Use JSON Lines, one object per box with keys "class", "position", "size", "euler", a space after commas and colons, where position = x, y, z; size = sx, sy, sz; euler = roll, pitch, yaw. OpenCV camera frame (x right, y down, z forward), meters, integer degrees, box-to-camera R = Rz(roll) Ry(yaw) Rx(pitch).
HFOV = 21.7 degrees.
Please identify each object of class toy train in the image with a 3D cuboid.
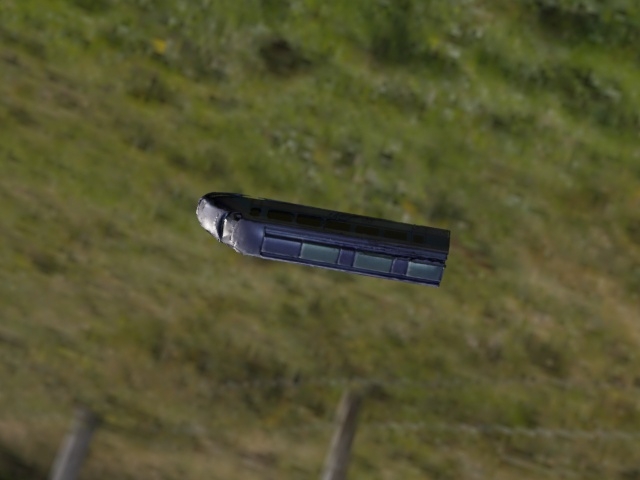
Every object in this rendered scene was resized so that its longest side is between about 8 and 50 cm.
{"class": "toy train", "position": [0.000, 0.000, 0.546], "size": [0.083, 0.017, 0.017], "euler": [9, 126, -2]}
